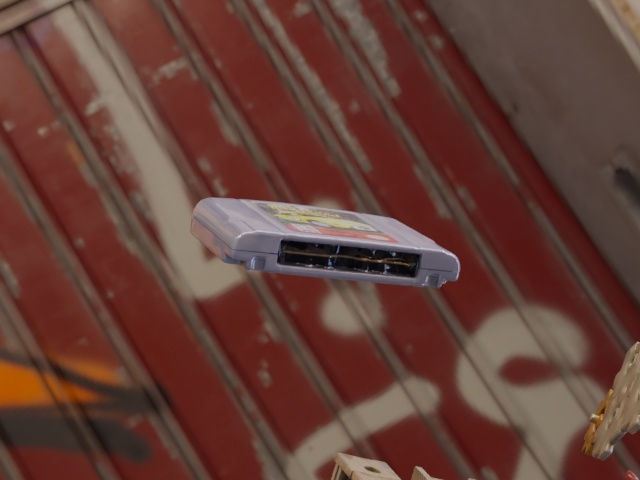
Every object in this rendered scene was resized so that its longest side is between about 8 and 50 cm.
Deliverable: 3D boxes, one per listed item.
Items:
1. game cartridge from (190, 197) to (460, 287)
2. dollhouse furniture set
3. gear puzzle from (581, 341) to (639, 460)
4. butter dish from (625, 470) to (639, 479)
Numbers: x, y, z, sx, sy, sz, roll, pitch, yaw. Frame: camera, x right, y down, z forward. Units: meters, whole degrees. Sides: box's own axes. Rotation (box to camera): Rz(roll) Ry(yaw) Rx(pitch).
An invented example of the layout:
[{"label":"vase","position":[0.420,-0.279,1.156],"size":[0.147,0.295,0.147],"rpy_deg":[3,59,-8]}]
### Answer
[{"label":"game cartridge","position":[0.000,0.000,1.752],"size":[0.196,0.294,0.060],"rpy_deg":[-154,-108,-65]},{"label":"dollhouse furniture set","position":[0.103,0.343,1.669],"size":[0.129,0.183,0.129],"rpy_deg":[-143,-112,-70]},{"label":"gear puzzle","position":[0.370,0.167,1.610],"size":[0.044,0.175,0.339],"rpy_deg":[27,-34,1]},{"label":"butter dish","position":[0.331,0.267,1.168],"size":[0.160,0.118,0.160],"rpy_deg":[-122,-168,-51]}]
